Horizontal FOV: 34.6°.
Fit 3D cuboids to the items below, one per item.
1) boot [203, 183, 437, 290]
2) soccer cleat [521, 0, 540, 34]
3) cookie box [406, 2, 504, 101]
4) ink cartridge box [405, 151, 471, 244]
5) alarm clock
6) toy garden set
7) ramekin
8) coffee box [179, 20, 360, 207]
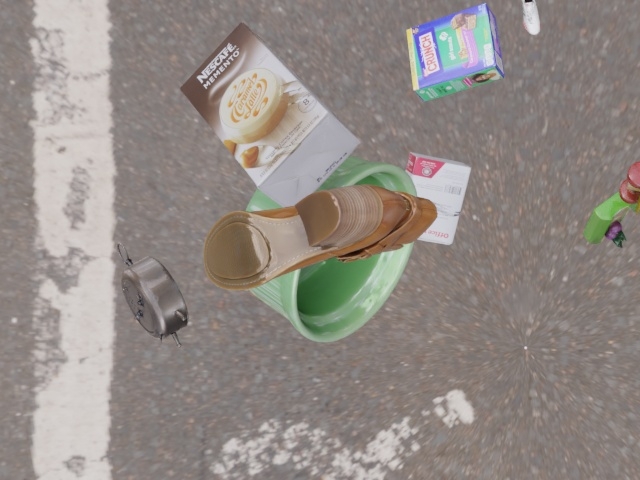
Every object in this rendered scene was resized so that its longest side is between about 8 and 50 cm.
[{"bbox_3d":[0.000,0.000,0.955,0.197,0.152,0.073,-16,81,39],"label":"boot"},{"bbox_3d":[0.371,-0.404,1.816,0.029,0.035,0.083,-9,70,12],"label":"soccer cleat"},{"bbox_3d":[0.165,-0.231,1.266,0.107,0.040,0.092,-15,66,24],"label":"cookie box"},{"bbox_3d":[0.205,-0.078,1.910,0.109,0.063,0.150,11,102,-12],"label":"ink cartridge box"},{"bbox_3d":[-0.281,0.080,1.650,0.064,0.129,0.192,-26,68,-25],"label":"alarm clock"},{"bbox_3d":[0.416,-0.084,1.140,0.244,0.204,0.049,-35,74,-2],"label":"toy garden set"},{"bbox_3d":[0.008,-0.003,1.640,0.148,0.303,0.303,28,90,33],"label":"ramekin"},{"bbox_3d":[-0.075,-0.176,1.445,0.141,0.098,0.246,-46,52,7],"label":"coffee box"}]
